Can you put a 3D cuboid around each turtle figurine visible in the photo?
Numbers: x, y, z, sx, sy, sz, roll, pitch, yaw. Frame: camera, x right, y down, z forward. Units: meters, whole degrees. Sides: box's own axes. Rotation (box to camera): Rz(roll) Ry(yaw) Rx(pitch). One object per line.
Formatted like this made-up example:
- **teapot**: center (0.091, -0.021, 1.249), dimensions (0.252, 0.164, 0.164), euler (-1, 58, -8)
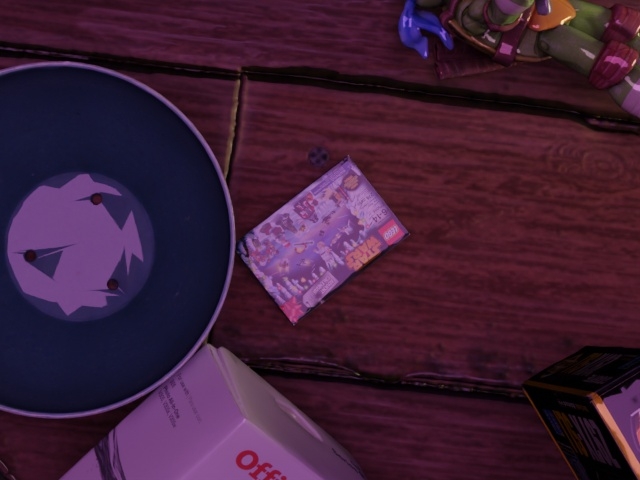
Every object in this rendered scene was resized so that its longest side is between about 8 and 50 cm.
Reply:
- **turtle figurine**: center (0.226, -0.234, 1.576), dimensions (0.266, 0.198, 0.275), euler (29, 91, -4)

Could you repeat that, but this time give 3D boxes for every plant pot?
- **plant pot**: center (-0.216, 0.002, 1.552), dimensions (0.290, 0.195, 0.290), euler (0, 88, -1)

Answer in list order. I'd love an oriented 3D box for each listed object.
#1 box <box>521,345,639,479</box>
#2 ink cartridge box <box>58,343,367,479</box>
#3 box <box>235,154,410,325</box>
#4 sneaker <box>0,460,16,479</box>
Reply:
- **box**: center (0.285, 0.215, 1.497), dimensions (0.079, 0.322, 0.257), euler (-29, 90, -4)
- **ink cartridge box**: center (-0.116, 0.260, 1.518), dimensions (0.289, 0.121, 0.211), euler (-43, 124, 7)
- **box**: center (0.000, 0.000, 1.643), dimensions (0.137, 0.027, 0.094), euler (-38, 90, -3)
- **sneaker**: center (-0.374, 0.191, 1.557), dimensions (0.281, 0.162, 0.106), euler (41, 87, 0)
